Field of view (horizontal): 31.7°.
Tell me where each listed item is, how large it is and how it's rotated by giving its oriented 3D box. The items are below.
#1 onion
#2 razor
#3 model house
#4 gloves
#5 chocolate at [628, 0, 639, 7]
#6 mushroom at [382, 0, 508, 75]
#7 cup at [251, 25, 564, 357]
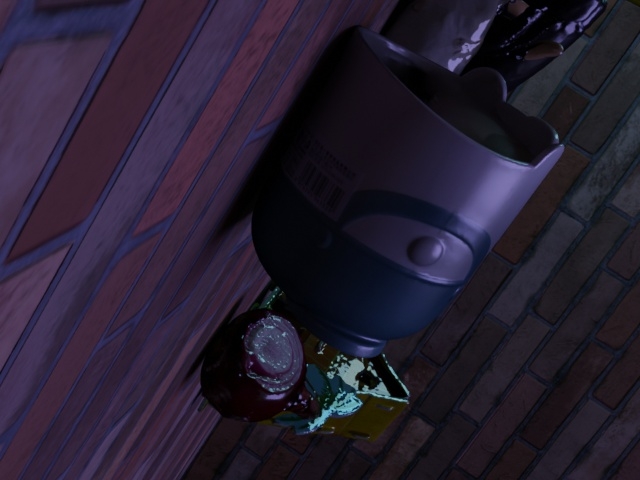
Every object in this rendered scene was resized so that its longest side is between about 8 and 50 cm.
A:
[{"bbox_3d":[-0.090,0.207,1.683,0.135,0.198,0.173,-15,-146,45],"label":"onion"},{"bbox_3d":[0.237,-0.263,1.556,0.327,0.107,0.189,-33,-166,19],"label":"razor"},{"bbox_3d":[-0.038,0.289,2.015,0.340,0.324,0.300,-53,175,-48],"label":"model house"},{"bbox_3d":[0.205,-0.259,1.363,0.106,0.181,0.129,-56,177,9],"label":"gloves"},{"bbox_3d":[0.398,-0.462,1.366,0.301,0.289,0.137,-59,-173,41],"label":"chocolate"},{"bbox_3d":[0.083,-0.164,1.282,0.351,0.097,0.109,-55,177,26],"label":"mushroom"},{"bbox_3d":[0.060,-0.065,1.082,0.257,0.219,0.289,-57,-151,21],"label":"cup"}]
